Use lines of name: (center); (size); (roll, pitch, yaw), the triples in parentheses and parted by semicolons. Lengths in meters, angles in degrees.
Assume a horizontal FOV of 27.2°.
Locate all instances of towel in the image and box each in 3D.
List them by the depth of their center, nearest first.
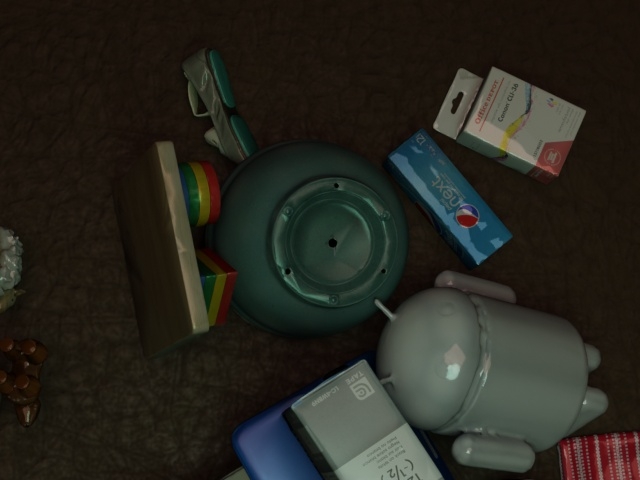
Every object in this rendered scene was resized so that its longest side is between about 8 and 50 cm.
towel: (0.492, 0.376, 1.937); (0.275, 0.031, 0.198); (-4, 80, -5)

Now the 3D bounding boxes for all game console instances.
game console: (0.051, 0.329, 1.835); (0.173, 0.250, 0.293); (-31, 84, 18)

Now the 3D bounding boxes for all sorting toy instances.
sorting toy: (-0.194, 0.015, 1.827); (0.089, 0.255, 0.257); (-8, 81, -23)

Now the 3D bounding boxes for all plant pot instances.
plant pot: (0.000, 0.000, 1.841); (0.293, 0.196, 0.293); (0, 91, -14)

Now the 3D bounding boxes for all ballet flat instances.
ballet flat: (-0.149, -0.181, 1.962); (0.068, 0.072, 0.213); (-24, 82, 18)

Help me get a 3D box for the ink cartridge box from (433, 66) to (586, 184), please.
ink cartridge box: (0.283, -0.181, 1.996); (0.198, 0.067, 0.115); (25, 79, -1)

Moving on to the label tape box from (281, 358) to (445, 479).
label tape box: (0.091, 0.325, 1.631); (0.115, 0.249, 0.347); (-31, 84, -9)

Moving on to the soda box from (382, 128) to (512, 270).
soda box: (0.186, -0.060, 1.966); (0.071, 0.067, 0.210); (-39, 86, -10)

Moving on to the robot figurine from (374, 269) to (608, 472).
robot figurine: (0.225, 0.179, 1.832); (0.353, 0.200, 0.300); (16, 49, -24)

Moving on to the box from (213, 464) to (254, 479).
box: (-0.097, 0.432, 1.789); (0.149, 0.127, 0.232); (-35, 83, 34)

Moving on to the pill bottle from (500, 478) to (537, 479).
pill bottle: (0.283, 0.379, 1.847); (0.094, 0.169, 0.094); (1, 80, -6)

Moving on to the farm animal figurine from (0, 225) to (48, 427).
farm animal figurine: (-0.527, 0.173, 1.812); (0.330, 0.172, 0.326); (-21, 70, -1)
